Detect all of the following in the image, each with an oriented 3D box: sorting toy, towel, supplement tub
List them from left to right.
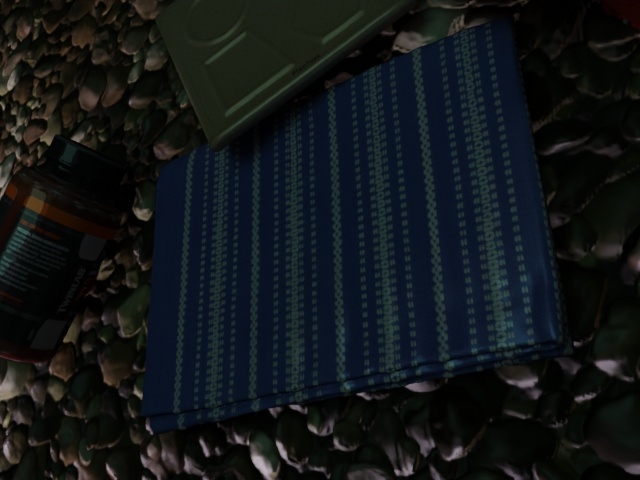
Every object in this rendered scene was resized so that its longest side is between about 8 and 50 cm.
[{"bbox_3d":[-0.252,0.005,0.671,0.106,0.106,0.197,28,92,40],"label":"supplement tub"},{"bbox_3d":[-0.037,-0.187,0.610,0.193,0.038,0.208,-34,51,11],"label":"sorting toy"},{"bbox_3d":[0.000,0.000,0.534,0.336,0.040,0.243,-18,62,30],"label":"towel"}]

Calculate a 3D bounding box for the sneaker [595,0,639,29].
[{"bbox_3d":[0.166,-0.162,0.417,0.107,0.118,0.279,-44,27,-19],"label":"sneaker"}]
